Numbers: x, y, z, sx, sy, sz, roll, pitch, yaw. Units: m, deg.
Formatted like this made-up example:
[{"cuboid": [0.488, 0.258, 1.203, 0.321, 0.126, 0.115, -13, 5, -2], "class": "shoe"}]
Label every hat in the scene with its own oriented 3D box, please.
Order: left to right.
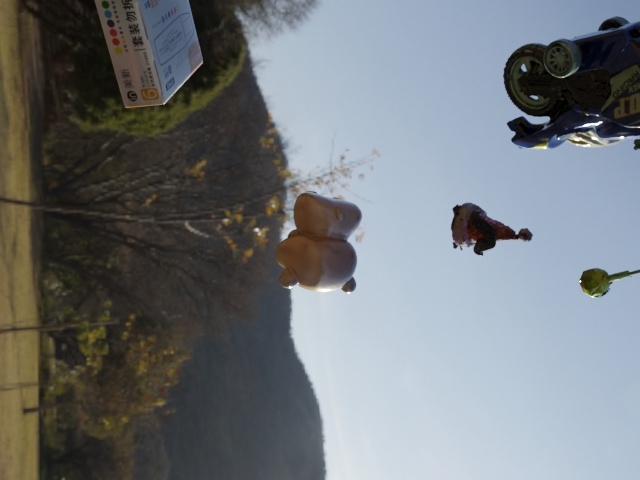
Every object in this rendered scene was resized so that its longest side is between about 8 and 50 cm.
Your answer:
[{"cuboid": [0.448, -0.019, 1.845, 0.227, 0.129, 0.140, 15, -71, 39], "class": "hat"}]

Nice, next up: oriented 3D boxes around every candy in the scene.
[{"cuboid": [0.595, 0.068, 1.368, 0.194, 0.062, 0.058, -23, -153, 50], "class": "candy"}]

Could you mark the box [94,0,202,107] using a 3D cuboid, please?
[{"cuboid": [-0.326, -0.408, 1.364, 0.274, 0.091, 0.221, -78, 162, -56], "class": "box"}]

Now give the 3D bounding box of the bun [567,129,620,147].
[{"cuboid": [0.573, -0.255, 1.402, 0.178, 0.193, 0.128, 123, -37, -55], "class": "bun"}]

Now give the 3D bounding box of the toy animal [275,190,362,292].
[{"cuboid": [0.009, -0.002, 1.723, 0.229, 0.210, 0.221, -107, -145, -48], "class": "toy animal"}]

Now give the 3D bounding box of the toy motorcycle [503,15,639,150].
[{"cuboid": [0.334, -0.163, 0.800, 0.315, 0.113, 0.169, 4, -62, 59], "class": "toy motorcycle"}]
